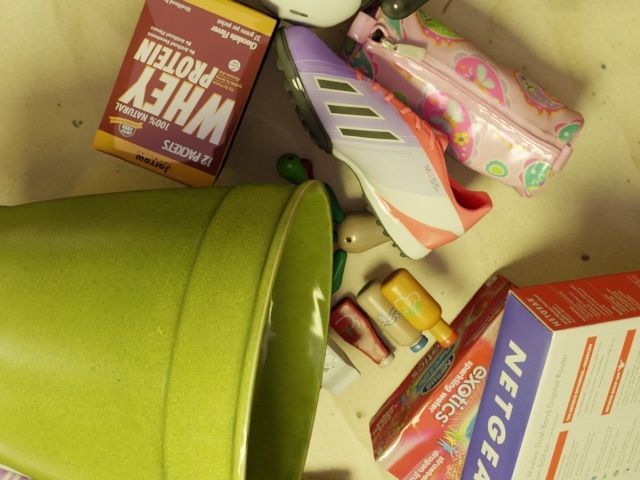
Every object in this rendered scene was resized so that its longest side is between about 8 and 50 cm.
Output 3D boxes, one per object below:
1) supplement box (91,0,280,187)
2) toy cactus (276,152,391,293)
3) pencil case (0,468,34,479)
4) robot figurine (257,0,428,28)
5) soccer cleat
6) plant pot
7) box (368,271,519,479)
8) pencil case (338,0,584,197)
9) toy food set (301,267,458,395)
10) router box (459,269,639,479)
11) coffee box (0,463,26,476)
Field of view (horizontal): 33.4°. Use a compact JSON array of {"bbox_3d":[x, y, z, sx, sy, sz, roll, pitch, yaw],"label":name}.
[{"bbox_3d":[-0.137,-0.173,1.148,0.129,0.194,0.191,22,101,-5],"label":"supplement box"},{"bbox_3d":[0.000,0.000,1.249,0.180,0.112,0.219,-11,100,-17],"label":"toy cactus"},{"bbox_3d":[-0.390,0.297,1.305,0.206,0.086,0.088,33,66,-9],"label":"pencil case"},{"bbox_3d":[0.035,-0.342,1.098,0.278,0.209,0.173,-43,133,-19],"label":"robot figurine"},{"bbox_3d":[0.067,-0.116,1.138,0.116,0.108,0.318,-27,121,18],"label":"soccer cleat"},{"bbox_3d":[-0.195,0.100,1.042,0.353,0.366,0.366,8,102,9],"label":"plant pot"},{"bbox_3d":[0.185,0.181,1.263,0.128,0.122,0.257,37,99,-9],"label":"box"},{"bbox_3d":[0.150,-0.164,1.192,0.284,0.124,0.124,33,100,-8],"label":"pencil case"},{"bbox_3d":[0.043,0.136,1.258,0.232,0.111,0.104,-42,99,8],"label":"toy food set"},{"bbox_3d":[0.316,0.194,1.183,0.301,0.082,0.335,-6,122,-26],"label":"router box"},{"bbox_3d":[-0.271,0.200,1.265,0.297,0.119,0.168,21,100,-5],"label":"coffee box"}]
